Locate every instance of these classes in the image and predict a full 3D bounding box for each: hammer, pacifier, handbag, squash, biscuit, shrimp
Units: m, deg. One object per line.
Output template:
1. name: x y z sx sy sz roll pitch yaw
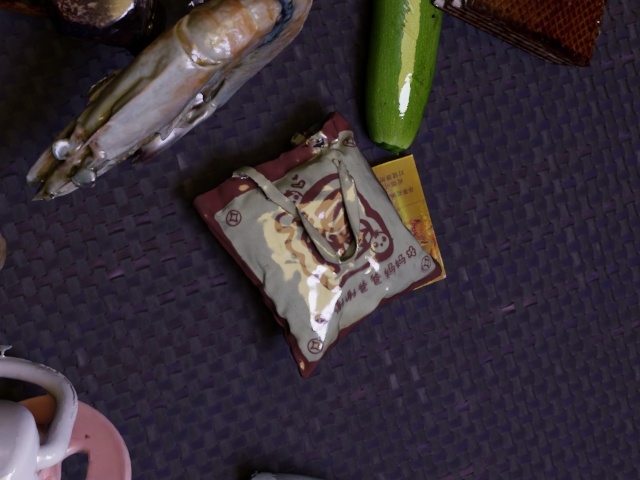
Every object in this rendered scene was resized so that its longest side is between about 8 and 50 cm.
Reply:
1. hammer: -0.362 -0.253 1.352 0.408 0.242 0.095 6 94 -4
2. pacifier: -0.351 0.258 1.362 0.332 0.220 0.273 -2 96 3
3. handbag: 0.000 0.000 1.529 0.213 0.127 0.235 -34 92 -17
4. squash: 0.098 -0.245 1.568 0.082 0.082 0.292 6 92 -21
5. biscuit: 0.232 -0.285 1.580 0.252 0.070 0.106 17 87 -43
6. shrimp: -0.151 -0.149 1.413 0.360 0.247 0.085 -38 83 -3

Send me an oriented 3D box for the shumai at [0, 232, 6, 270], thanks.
1. shumai: -0.483 -0.033 1.292 0.346 0.217 0.283 -11 98 -17

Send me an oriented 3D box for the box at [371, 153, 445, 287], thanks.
1. box: 0.089 -0.016 1.613 0.089 0.022 0.156 -21 101 -17

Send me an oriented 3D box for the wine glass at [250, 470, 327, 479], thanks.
1. wine glass: 0.054 0.377 1.545 0.357 0.190 0.190 18 87 -26
